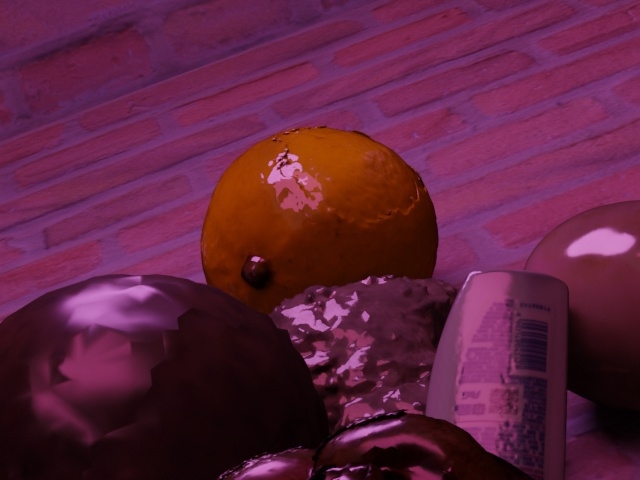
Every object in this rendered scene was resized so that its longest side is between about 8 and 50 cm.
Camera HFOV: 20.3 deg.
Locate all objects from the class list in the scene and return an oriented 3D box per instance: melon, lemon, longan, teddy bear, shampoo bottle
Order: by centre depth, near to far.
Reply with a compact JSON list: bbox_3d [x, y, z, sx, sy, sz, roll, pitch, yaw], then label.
[{"bbox_3d":[-0.168,0.223,1.646,0.391,0.391,0.391,-16,25,8],"label":"longan"},{"bbox_3d":[0.163,0.197,1.691,0.134,0.078,0.360,5,58,3],"label":"shampoo bottle"},{"bbox_3d":[0.347,0.069,1.849,0.317,0.223,0.223,0,31,43],"label":"melon"},{"bbox_3d":[0.061,0.197,1.871,0.357,0.224,0.367,-18,40,-1],"label":"teddy bear"},{"bbox_3d":[0.000,-0.001,2.158,0.297,0.297,0.297,-16,25,8],"label":"lemon"}]

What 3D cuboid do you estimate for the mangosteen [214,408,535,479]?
[{"bbox_3d":[0.064,0.308,1.345,0.381,0.421,0.381,13,42,-12],"label":"mangosteen"}]
